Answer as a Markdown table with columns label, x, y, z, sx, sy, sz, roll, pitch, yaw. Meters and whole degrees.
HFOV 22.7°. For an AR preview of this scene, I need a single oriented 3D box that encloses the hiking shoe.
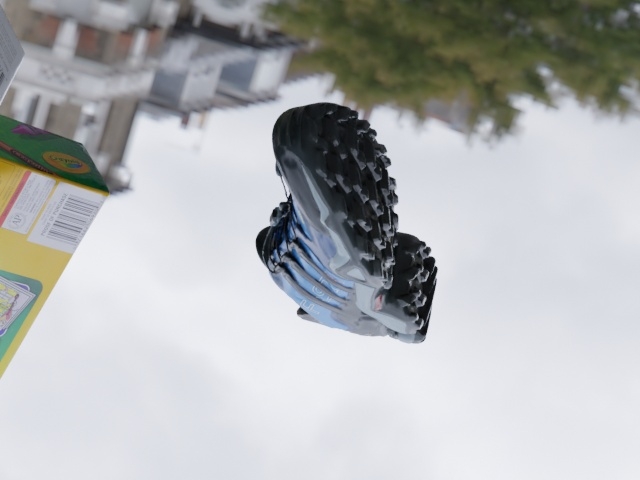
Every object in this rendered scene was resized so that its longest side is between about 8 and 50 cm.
| label | x | y | z | sx | sy | sz | roll | pitch | yaw |
| --- | --- | --- | --- | --- | --- | --- | --- | --- | --- |
| hiking shoe | 0.000 | 0.000 | 1.292 | 0.132 | 0.113 | 0.304 | -1 | 147 | 19 |

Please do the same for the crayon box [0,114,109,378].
| label | x | y | z | sx | sy | sz | roll | pitch | yaw |
| --- | --- | --- | --- | --- | --- | --- | --- | --- | --- |
| crayon box | -0.303 | 0.032 | 1.213 | 0.165 | 0.278 | 0.081 | 20 | -159 | -37 |

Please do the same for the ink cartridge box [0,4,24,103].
| label | x | y | z | sx | sy | sz | roll | pitch | yaw |
| --- | --- | --- | --- | --- | --- | --- | --- | --- | --- |
| ink cartridge box | -0.457 | -0.206 | 1.746 | 0.131 | 0.226 | 0.306 | -11 | -147 | 16 |
